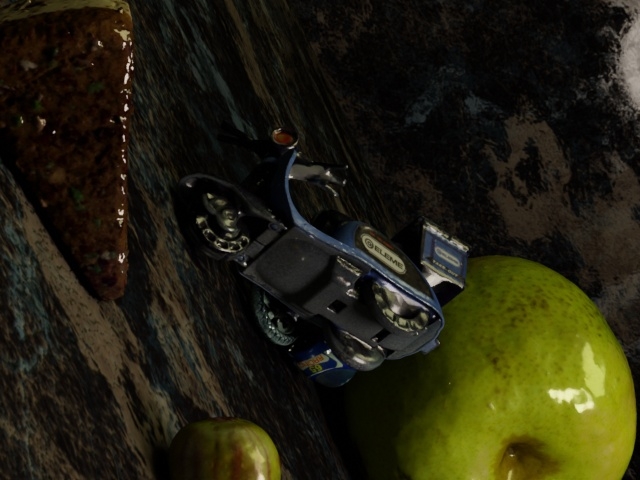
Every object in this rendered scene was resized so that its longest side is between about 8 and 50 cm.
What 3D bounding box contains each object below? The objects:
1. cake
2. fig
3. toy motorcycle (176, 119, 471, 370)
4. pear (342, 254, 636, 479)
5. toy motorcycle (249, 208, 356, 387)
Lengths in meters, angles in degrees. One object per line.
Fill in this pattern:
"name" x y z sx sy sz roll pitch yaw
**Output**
"cake" -0.168 -0.083 1.144 0.112 0.135 0.246 -94 158 -66
"fig" -0.060 0.217 1.144 0.093 0.093 0.166 17 50 -77
"toy motorcycle" 0.000 0.000 1.606 0.358 0.125 0.212 32 41 -21
"pear" 0.207 0.195 1.823 0.391 0.391 0.391 62 11 -21
"toy motorcycle" 0.004 0.072 1.738 0.169 0.113 0.315 61 27 -10
